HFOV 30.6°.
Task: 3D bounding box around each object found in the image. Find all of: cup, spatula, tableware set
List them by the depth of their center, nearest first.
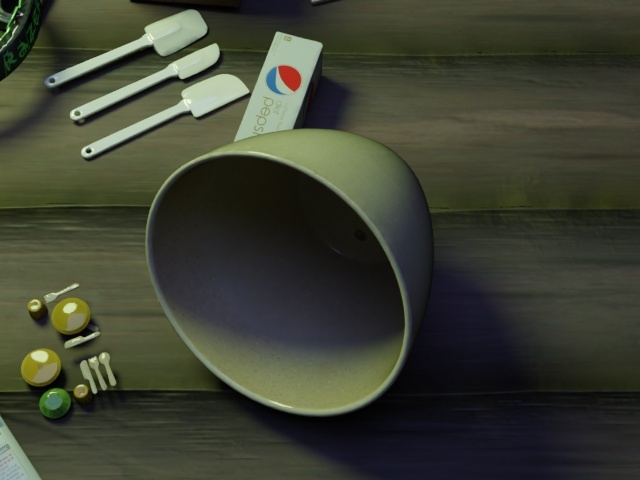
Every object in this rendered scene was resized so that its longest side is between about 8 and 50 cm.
[{"bbox_3d":[0.000,0.000,1.353,0.331,0.331,0.237,30,40,12],"label":"cup"},{"bbox_3d":[-0.313,0.134,1.410,0.104,0.024,0.154,-23,67,-10],"label":"tableware set"},{"bbox_3d":[-0.242,-0.215,1.595,0.242,0.019,0.168,-27,72,-14],"label":"spatula"}]

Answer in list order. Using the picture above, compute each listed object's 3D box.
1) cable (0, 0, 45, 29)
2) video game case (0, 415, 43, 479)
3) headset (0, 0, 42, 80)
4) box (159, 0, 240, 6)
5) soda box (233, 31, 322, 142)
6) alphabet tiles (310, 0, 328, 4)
[{"bbox_3d":[-0.383,-0.418,1.686,0.139,0.072,0.287,16,75,-13],"label":"cable"},{"bbox_3d":[-0.503,0.291,1.315,0.329,0.036,0.300,-34,69,-16],"label":"video game case"},{"bbox_3d":[-0.570,-0.320,1.537,0.394,0.185,0.243,9,62,12],"label":"headset"},{"bbox_3d":[-0.188,-0.451,1.605,0.168,0.203,0.167,6,63,4],"label":"box"},{"bbox_3d":[-0.058,-0.165,1.541,0.069,0.074,0.216,15,64,6],"label":"soda box"},{"bbox_3d":[0.012,-0.505,1.753,0.285,0.011,0.342,-16,65,-10],"label":"alphabet tiles"}]
